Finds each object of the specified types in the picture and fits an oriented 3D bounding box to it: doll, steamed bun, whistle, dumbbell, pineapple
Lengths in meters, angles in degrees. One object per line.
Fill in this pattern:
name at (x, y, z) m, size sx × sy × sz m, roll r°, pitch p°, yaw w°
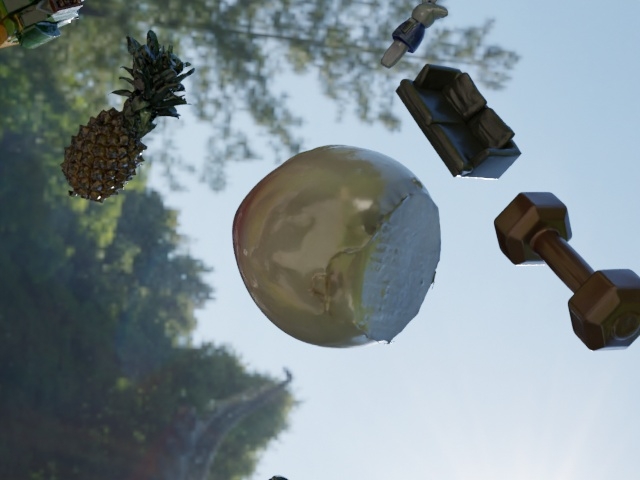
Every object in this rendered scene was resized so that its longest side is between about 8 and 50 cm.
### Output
doll at (-0.359, -0.281, 1.371) m, size 0.106 × 0.186 × 0.134 m, roll 66°, pitch 18°, yaw -5°
steamed bun at (0.000, 0.000, 1.656) m, size 0.309 × 0.309 × 0.309 m, roll -177°, pitch -90°, yaw -69°
whistle at (0.088, -0.197, 1.095) m, size 0.033 × 0.029 × 0.083 m, roll 36°, pitch -96°, yaw 30°
dumbbell at (0.275, 0.030, 1.264) m, size 0.231 × 0.082 × 0.092 m, roll 57°, pitch -9°, yaw 52°
pineapple at (-0.226, -0.131, 1.299) m, size 0.221 × 0.083 × 0.103 m, roll -50°, pitch -138°, yaw 25°

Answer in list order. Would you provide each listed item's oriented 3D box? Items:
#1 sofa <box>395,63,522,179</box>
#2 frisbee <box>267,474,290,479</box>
sofa at (0.161, -0.142, 1.325) m, size 0.060 × 0.085 × 0.147 m, roll -53°, pitch -127°, yaw 35°
frisbee at (-0.006, 0.356, 1.046) m, size 0.289 × 0.049 × 0.289 m, roll 160°, pitch -90°, yaw -75°
